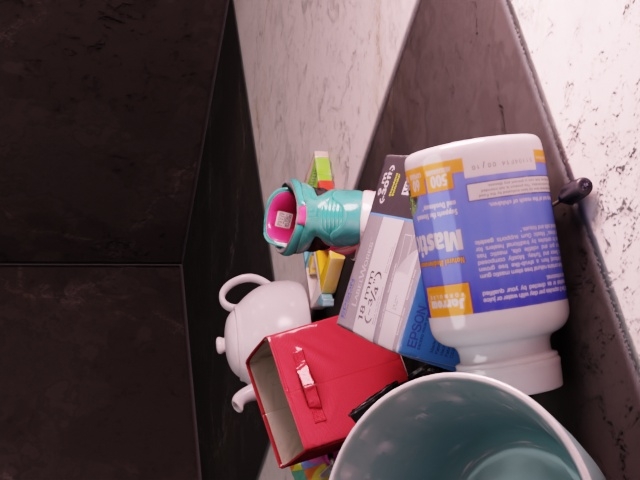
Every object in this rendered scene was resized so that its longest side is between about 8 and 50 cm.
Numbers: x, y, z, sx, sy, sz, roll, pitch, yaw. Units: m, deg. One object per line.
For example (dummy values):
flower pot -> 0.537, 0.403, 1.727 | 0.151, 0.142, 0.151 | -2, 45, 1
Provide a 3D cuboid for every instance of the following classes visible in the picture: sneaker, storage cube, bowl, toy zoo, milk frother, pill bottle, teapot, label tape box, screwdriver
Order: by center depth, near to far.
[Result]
bowl -> 0.171, 0.290, 1.185 | 0.312, 0.163, 0.311 | -8, 77, 37
pill bottle -> 0.184, 0.031, 1.282 | 0.152, 0.152, 0.271 | 160, 102, -75
screwdriver -> 0.259, -0.044, 1.299 | 0.025, 0.024, 0.170 | -61, 3, -10
label tape box -> 0.114, 0.018, 1.533 | 0.334, 0.106, 0.240 | -165, 91, -72
milk frother -> 0.139, 0.248, 1.625 | 0.143, 0.129, 0.134 | -38, 86, 37
storage cube -> 0.015, 0.224, 1.825 | 0.215, 0.193, 0.183 | 124, 128, -68
sneaker -> -0.002, -0.025, 1.926 | 0.295, 0.179, 0.123 | 97, 178, -81
toy zoo -> 0.000, 0.000, 2.305 | 0.192, 0.030, 0.293 | 111, 155, -54
teapot -> -0.117, 0.197, 2.388 | 0.256, 0.187, 0.252 | -167, 73, -84

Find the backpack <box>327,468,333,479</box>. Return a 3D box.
backpack -> 0.078, 0.357, 1.747 | 0.152, 0.115, 0.182 | 60, 175, -1

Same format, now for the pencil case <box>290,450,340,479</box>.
pencil case -> 0.023, 0.441, 1.933 | 0.104, 0.104, 0.236 | 158, 92, -75
